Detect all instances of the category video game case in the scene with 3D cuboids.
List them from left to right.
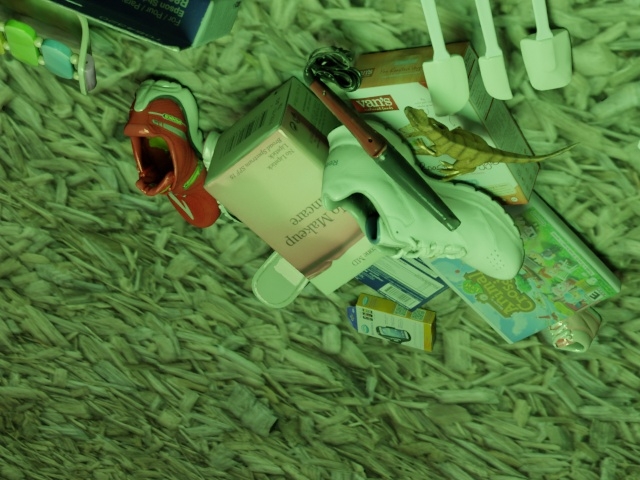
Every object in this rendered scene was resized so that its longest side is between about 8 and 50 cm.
[{"bbox_3d":[0.263,0.035,2.087,0.193,0.023,0.212,-30,117,36],"label":"video game case"}]

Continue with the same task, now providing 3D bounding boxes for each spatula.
[{"bbox_3d":[0.188,-0.246,1.727,0.168,0.019,0.242,-11,133,8],"label":"spatula"}]

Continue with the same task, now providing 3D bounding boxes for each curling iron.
[{"bbox_3d":[0.074,-0.119,1.842,0.068,0.035,0.274,-40,84,37],"label":"curling iron"}]

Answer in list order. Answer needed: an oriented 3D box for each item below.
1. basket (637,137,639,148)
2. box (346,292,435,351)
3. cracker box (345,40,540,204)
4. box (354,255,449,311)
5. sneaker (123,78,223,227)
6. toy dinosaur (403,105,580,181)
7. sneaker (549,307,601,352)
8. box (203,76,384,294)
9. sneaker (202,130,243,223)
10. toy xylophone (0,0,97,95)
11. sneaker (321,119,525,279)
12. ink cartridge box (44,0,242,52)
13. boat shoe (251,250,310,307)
[{"bbox_3d":[0.429,-0.161,1.677,0.113,0.103,0.167,22,147,1],"label":"basket"},{"bbox_3d":[0.108,0.123,2.368,0.136,0.028,0.081,16,148,15],"label":"box"},{"bbox_3d":[0.153,-0.136,1.917,0.155,0.067,0.232,-3,139,34],"label":"cracker box"},{"bbox_3d":[0.136,0.019,2.186,0.136,0.036,0.225,32,147,-15],"label":"box"},{"bbox_3d":[-0.212,-0.099,2.148,0.107,0.118,0.279,8,145,23],"label":"sneaker"},{"bbox_3d":[0.181,-0.103,1.817,0.211,0.064,0.112,12,171,-24],"label":"toy dinosaur"},{"bbox_3d":[0.332,0.106,2.165,0.134,0.070,0.051,36,148,-19],"label":"sneaker"},{"bbox_3d":[-0.014,-0.068,2.013,0.148,0.127,0.232,-36,114,29],"label":"box"},{"bbox_3d":[-0.106,-0.081,2.161,0.075,0.063,0.170,11,142,29],"label":"sneaker"},{"bbox_3d":[-0.425,-0.299,1.968,0.322,0.081,0.236,21,168,7],"label":"toy xylophone"},{"bbox_3d":[0.119,-0.023,1.922,0.297,0.129,0.111,30,146,-13],"label":"sneaker"},{"bbox_3d":[-0.263,-0.306,1.737,0.324,0.071,0.330,22,-169,1],"label":"ink cartridge box"},{"bbox_3d":[0.000,0.000,2.193,0.095,0.079,0.254,38,125,-4],"label":"boat shoe"}]
